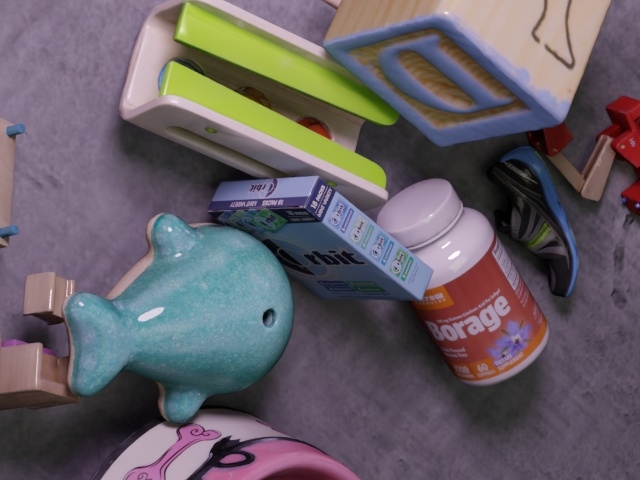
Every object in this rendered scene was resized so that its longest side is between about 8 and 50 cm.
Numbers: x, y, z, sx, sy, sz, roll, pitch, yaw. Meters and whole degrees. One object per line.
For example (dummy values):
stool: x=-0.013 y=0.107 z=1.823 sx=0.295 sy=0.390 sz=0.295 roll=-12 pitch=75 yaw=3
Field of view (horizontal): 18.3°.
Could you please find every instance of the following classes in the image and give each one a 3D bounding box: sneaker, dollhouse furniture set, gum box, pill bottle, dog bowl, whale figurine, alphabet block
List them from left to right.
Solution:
dollhouse furniture set: x=-0.390 y=-0.003 z=1.925 sx=0.286 sy=0.198 sz=0.303 roll=23 pitch=62 yaw=-53
whale figurine: x=-0.134 y=0.081 z=1.980 sx=0.272 sy=0.141 sz=0.216 roll=-13 pitch=105 yaw=-49
dog bowl: x=-0.079 y=0.377 z=2.033 sx=0.408 sy=0.150 sz=0.408 roll=-3 pitch=94 yaw=-47
gum box: x=0.000 y=0.000 z=2.041 sx=0.184 sy=0.157 sz=0.041 roll=37 pitch=66 yaw=-34
pill bottle: x=0.151 y=0.044 z=2.154 sx=0.121 sy=0.121 sz=0.216 roll=-38 pitch=116 yaw=-11
alphabet block: x=0.152 y=-0.232 z=1.959 sx=0.192 sy=0.193 sz=0.197 roll=39 pitch=63 yaw=-31
sneaker: x=0.237 y=-0.018 z=2.218 sx=0.078 sy=0.067 sz=0.188 roll=-23 pitch=116 yaw=5

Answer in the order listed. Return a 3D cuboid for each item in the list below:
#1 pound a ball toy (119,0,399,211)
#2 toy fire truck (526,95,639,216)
pound a ball toy: x=-0.031 y=-0.161 z=2.030 sx=0.319 sy=0.136 sz=0.208 roll=22 pitch=70 yaw=-29
toy fire truck: x=0.322 y=-0.091 z=2.238 sx=0.135 sy=0.047 sz=0.192 roll=-35 pitch=116 yaw=-12
